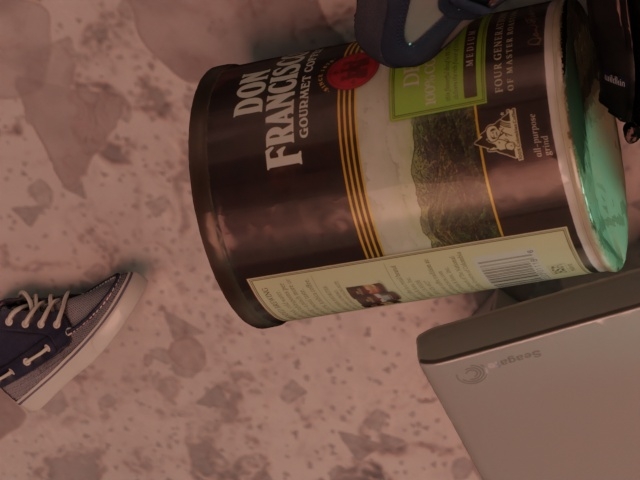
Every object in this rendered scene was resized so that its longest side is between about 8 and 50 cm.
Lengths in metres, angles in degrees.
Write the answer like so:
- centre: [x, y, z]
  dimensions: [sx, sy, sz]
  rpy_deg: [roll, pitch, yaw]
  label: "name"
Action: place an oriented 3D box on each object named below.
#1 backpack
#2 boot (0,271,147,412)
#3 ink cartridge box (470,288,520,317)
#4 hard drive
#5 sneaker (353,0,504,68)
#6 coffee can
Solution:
- centre: [0.260, -0.164, 1.275]
  dimensions: [0.152, 0.115, 0.182]
  rpy_deg: [-3, 120, 42]
  label: "backpack"
- centre: [-0.231, 0.072, 1.574]
  dimensions: [0.086, 0.069, 0.190]
  rpy_deg: [38, 124, -13]
  label: "boot"
- centre: [0.166, 0.109, 1.510]
  dimensions: [0.122, 0.052, 0.088]
  rpy_deg: [33, 123, -10]
  label: "ink cartridge box"
- centre: [0.223, 0.154, 1.466]
  dimensions: [0.203, 0.040, 0.307]
  rpy_deg: [-17, 134, 14]
  label: "hard drive"
- centre: [0.145, -0.213, 1.169]
  dimensions: [0.131, 0.112, 0.319]
  rpy_deg: [49, 118, 23]
  label: "sneaker"
- centre: [0.068, -0.054, 1.346]
  dimensions: [0.275, 0.201, 0.202]
  rpy_deg: [-10, 118, 18]
  label: "coffee can"
